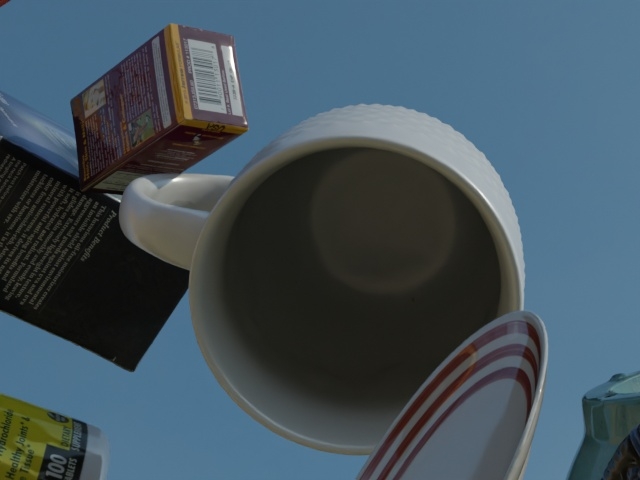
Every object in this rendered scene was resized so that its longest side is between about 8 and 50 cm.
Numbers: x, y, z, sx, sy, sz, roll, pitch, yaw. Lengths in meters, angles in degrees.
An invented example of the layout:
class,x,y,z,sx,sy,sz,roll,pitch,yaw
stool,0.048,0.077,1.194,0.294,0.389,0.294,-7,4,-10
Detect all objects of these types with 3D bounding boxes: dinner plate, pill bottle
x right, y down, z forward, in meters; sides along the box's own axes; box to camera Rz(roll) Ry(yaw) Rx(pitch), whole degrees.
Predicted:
class,x,y,z,sx,sy,sz,roll,pitch,yaw
dinner plate,0.030,0.084,0.445,0.017,0.141,0.141,34,-52,-6
pill bottle,-0.384,0.216,1.398,0.334,0.188,0.188,21,-49,-16

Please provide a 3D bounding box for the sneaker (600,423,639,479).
class,x,y,z,sx,sy,sz,roll,pitch,yaw
sneaker,0.150,0.116,0.533,0.081,0.080,0.211,-24,-40,-25

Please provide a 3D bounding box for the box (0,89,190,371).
class,x,y,z,sx,sy,sz,roll,pitch,yaw
box,-0.327,-0.035,1.683,0.294,0.296,0.183,31,-83,-37

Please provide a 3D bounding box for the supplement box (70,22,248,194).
class,x,y,z,sx,sy,sz,roll,pitch,yaw
supplement box,-0.163,-0.125,1.467,0.080,0.104,0.188,6,-23,-40

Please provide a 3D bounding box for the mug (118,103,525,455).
class,x,y,z,sx,sy,sz,roll,pitch,yaw
mug,0.000,0.000,1.357,0.374,0.328,0.276,11,-75,5

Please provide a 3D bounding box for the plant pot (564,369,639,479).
class,x,y,z,sx,sy,sz,roll,pitch,yaw
plant pot,0.265,0.166,0.893,0.293,0.196,0.293,-14,-1,0

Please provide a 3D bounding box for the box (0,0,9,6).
class,x,y,z,sx,sy,sz,roll,pitch,yaw
box,-0.275,-0.285,1.147,0.300,0.142,0.154,-25,-20,28
